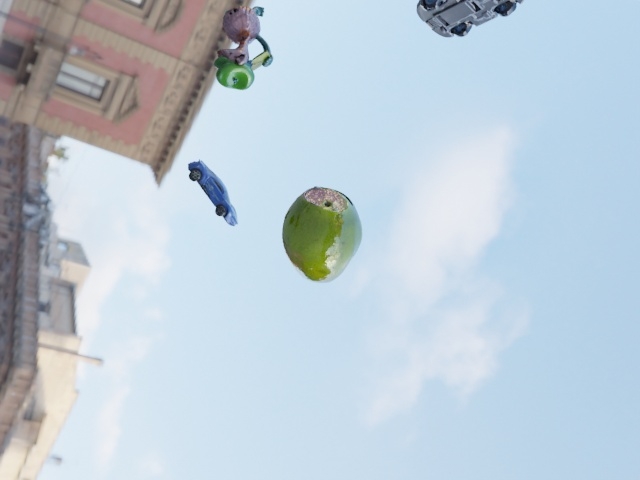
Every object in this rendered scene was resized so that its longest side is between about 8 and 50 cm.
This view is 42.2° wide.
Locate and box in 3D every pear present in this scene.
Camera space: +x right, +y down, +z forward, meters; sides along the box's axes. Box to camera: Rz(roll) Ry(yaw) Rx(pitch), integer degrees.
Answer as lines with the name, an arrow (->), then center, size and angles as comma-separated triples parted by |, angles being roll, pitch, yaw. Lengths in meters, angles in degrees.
pear -> 0.000, 0.000, 1.791 | 0.187, 0.187, 0.220 | -119, -145, -55

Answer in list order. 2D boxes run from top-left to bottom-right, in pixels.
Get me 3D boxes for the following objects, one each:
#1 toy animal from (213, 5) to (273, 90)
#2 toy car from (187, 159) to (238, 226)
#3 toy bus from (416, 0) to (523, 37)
toy animal -> -0.136, -0.359, 1.509 | 0.208, 0.103, 0.100 | -93, -154, -45
toy car -> -0.290, -0.134, 2.298 | 0.063, 0.216, 0.103 | -37, 178, 2
toy bus -> 0.302, -0.512, 1.658 | 0.209, 0.126, 0.136 | -17, -125, 40
